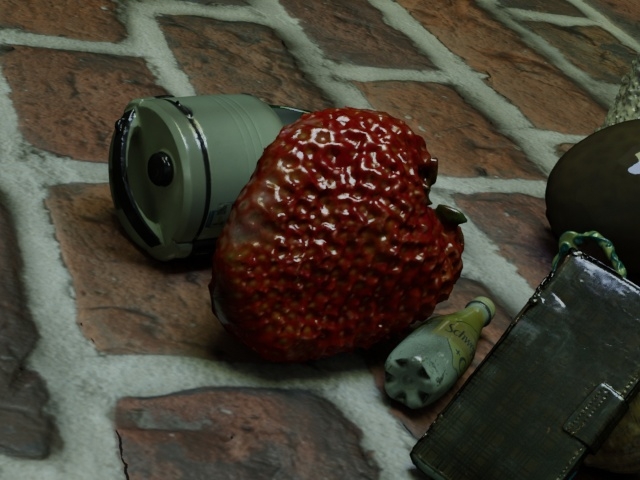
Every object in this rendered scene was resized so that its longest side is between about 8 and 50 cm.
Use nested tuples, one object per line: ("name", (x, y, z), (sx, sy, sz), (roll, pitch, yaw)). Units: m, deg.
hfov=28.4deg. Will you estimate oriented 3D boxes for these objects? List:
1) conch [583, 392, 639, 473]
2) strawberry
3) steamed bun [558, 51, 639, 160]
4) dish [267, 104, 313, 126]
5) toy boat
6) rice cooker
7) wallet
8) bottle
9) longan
("conch", (0.300, 0.177, 1.512), (0.291, 0.159, 0.210), (3, 30, -17))
("strawberry", (0.000, 0.000, 1.583), (0.351, 0.312, 0.267), (-32, 21, -32))
("steamed bun", (0.587, -0.187, 2.235), (0.274, 0.272, 0.290), (19, 31, 6))
("dish", (-0.037, -0.137, 2.030), (0.246, 0.078, 0.224), (26, 29, 23))
("toy boat", (0.399, 0.096, 1.785), (0.099, 0.108, 0.293), (39, 23, -25))
("rice cooker", (-0.172, -0.089, 1.735), (0.244, 0.226, 0.226), (-9, 35, -41))
("wallet", (0.255, 0.169, 1.416), (0.169, 0.044, 0.317), (33, 76, 28))
("bottle", (0.163, 0.130, 1.615), (0.083, 0.083, 0.270), (24, 28, 18))
("longan", (0.491, -0.064, 1.996), (0.300, 0.300, 0.243), (-3, 73, -31))
